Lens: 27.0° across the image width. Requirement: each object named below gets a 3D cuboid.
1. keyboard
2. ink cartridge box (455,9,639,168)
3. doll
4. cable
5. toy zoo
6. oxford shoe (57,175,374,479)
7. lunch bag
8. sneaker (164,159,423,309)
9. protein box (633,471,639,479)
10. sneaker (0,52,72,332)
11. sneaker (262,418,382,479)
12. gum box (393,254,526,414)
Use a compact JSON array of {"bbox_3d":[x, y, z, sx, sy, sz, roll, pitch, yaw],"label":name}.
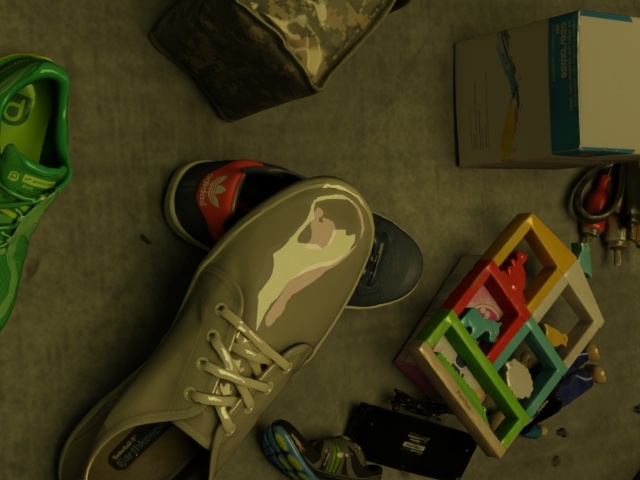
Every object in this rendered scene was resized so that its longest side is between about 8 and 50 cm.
[{"bbox_3d":[0.115,0.239,1.672,0.192,0.038,0.100,21,102,-33],"label":"keyboard"},{"bbox_3d":[0.303,-0.180,1.670,0.171,0.232,0.168,0,88,-33],"label":"ink cartridge box"},{"bbox_3d":[0.292,0.201,1.772,0.189,0.046,0.129,-31,115,-23],"label":"doll"},{"bbox_3d":[0.411,-0.111,1.865,0.139,0.072,0.287,11,71,-16],"label":"cable"},{"bbox_3d":[0.250,0.102,1.677,0.293,0.030,0.192,-48,114,-25],"label":"toy zoo"},{"bbox_3d":[-0.096,0.128,1.377,0.169,0.130,0.449,41,91,-23],"label":"oxford shoe"},{"bbox_3d":[-0.014,-0.285,1.459,0.169,0.235,0.287,46,67,-18],"label":"lunch bag"},{"bbox_3d":[0.000,0.000,1.519,0.350,0.148,0.131,16,81,-33],"label":"sneaker"},{"bbox_3d":[0.548,0.374,1.848,0.201,0.200,0.136,-46,113,-24],"label":"protein box"},{"bbox_3d":[-0.319,-0.049,1.323,0.109,0.123,0.295,15,82,-33],"label":"sneaker"},{"bbox_3d":[0.004,0.255,1.573,0.188,0.067,0.078,37,68,-34],"label":"sneaker"},{"bbox_3d":[0.190,0.115,1.694,0.107,0.062,0.188,46,66,-25],"label":"gum box"}]
